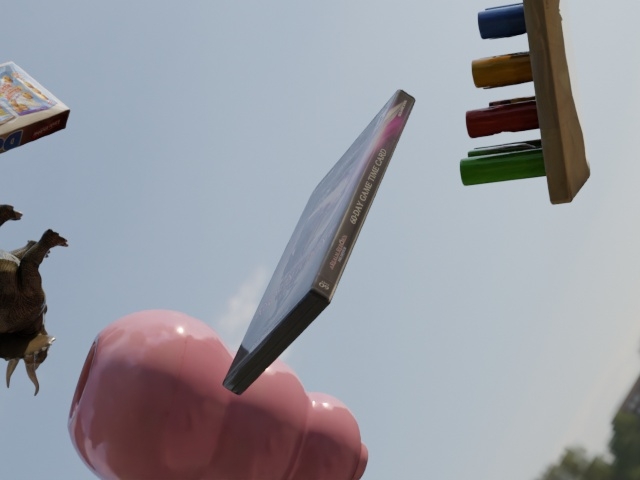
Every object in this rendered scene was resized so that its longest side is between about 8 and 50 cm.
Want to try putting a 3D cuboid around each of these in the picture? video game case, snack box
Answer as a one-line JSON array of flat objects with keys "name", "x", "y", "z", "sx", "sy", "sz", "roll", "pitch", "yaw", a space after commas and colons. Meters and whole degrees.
[{"name": "video game case", "x": 0.000, "y": 0.000, "z": 1.279, "sx": 0.196, "sy": 0.026, "sz": 0.274, "roll": -48, "pitch": 13, "yaw": 48}, {"name": "snack box", "x": -0.256, "y": -0.076, "z": 0.904, "sx": 0.178, "sy": 0.064, "sz": 0.022, "roll": -30, "pitch": -28, "yaw": -48}]

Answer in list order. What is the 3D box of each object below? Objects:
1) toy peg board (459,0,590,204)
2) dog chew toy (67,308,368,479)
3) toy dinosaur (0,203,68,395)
[{"name": "toy peg board", "x": 0.145, "y": -0.112, "z": 0.995, "sx": 0.161, "sy": 0.079, "sz": 0.160, "roll": -31, "pitch": -67, "yaw": -71}, {"name": "dog chew toy", "x": -0.105, "y": 0.203, "z": 1.485, "sx": 0.206, "sy": 0.332, "sz": 0.206, "roll": -162, "pitch": 90, "yaw": -77}, {"name": "toy dinosaur", "x": -0.395, "y": 0.038, "z": 1.537, "sx": 0.313, "sy": 0.121, "sz": 0.160, "roll": 40, "pitch": -117, "yaw": -33}]
